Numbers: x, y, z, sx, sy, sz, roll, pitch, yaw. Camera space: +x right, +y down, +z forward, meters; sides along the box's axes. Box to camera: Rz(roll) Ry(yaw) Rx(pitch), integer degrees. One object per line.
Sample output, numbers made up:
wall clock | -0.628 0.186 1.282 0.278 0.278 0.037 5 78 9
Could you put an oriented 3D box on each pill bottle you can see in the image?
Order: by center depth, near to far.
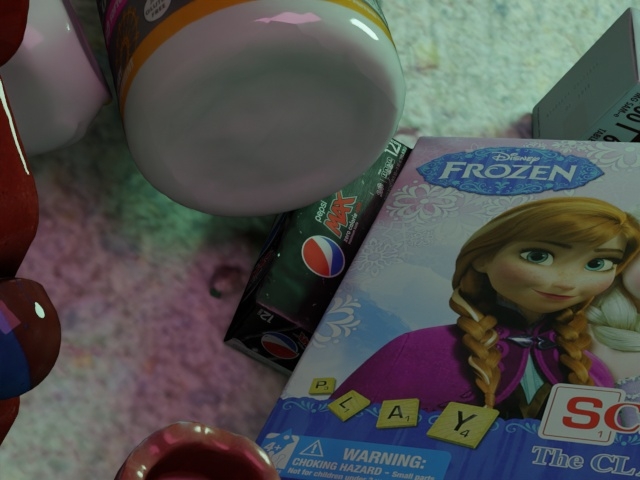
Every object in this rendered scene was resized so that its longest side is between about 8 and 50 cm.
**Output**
pill bottle | -0.058 -0.163 0.890 0.162 0.162 0.278 5 46 -26

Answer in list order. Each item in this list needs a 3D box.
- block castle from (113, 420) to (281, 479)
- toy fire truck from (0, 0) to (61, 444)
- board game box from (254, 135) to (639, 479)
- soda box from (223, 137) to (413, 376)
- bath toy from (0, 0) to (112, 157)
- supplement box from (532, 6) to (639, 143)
block castle | 0.021 0.319 0.614 0.453 0.213 0.303 41 50 0
toy fire truck | -0.202 -0.012 0.646 0.169 0.302 0.254 -21 69 -41
board game box | 0.161 0.056 0.786 0.319 0.066 0.318 3 37 21
soda box | 0.000 0.000 0.905 0.060 0.053 0.169 29 51 -9
bath toy | -0.236 -0.194 0.851 0.129 0.151 0.348 -25 76 -1
supplement box | 0.288 -0.069 1.059 0.239 0.130 0.073 15 55 -19
